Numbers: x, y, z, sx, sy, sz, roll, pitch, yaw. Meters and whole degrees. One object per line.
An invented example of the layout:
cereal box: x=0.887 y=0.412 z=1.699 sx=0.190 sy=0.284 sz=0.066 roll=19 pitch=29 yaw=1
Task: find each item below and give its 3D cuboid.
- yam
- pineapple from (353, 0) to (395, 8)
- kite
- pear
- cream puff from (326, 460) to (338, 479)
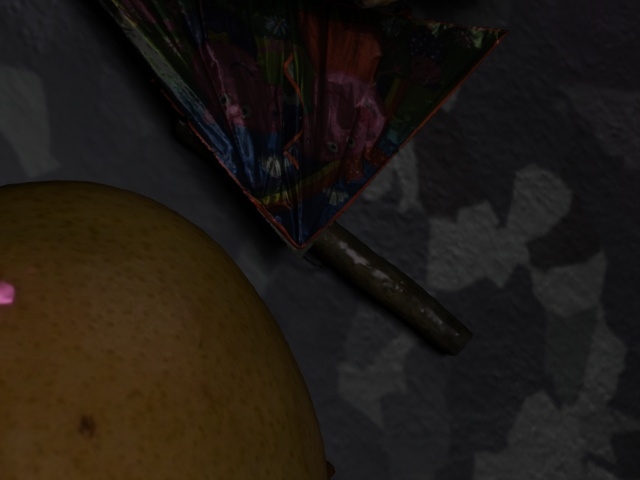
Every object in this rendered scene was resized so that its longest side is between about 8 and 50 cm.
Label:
yam: x=0.001 y=-0.001 z=0.987 sx=0.234 sy=0.027 sz=0.029 roll=38 pitch=103 yaw=-13
pineapple: x=-0.015 y=-0.302 z=0.981 sx=0.209 sy=0.344 sz=0.286 roll=-30 pitch=53 yaw=6
kite: x=-0.011 y=-0.100 z=0.990 sx=0.321 sy=0.016 sz=0.234 roll=7 pitch=68 yaw=-27
pear: x=-0.142 y=0.133 z=0.737 sx=0.314 sy=0.314 sz=0.314 roll=6 pitch=77 yaw=-25
cream puff: x=-0.029 y=0.170 z=0.903 sx=0.122 sy=0.094 sz=0.116 roll=-39 pitch=94 yaw=-4
